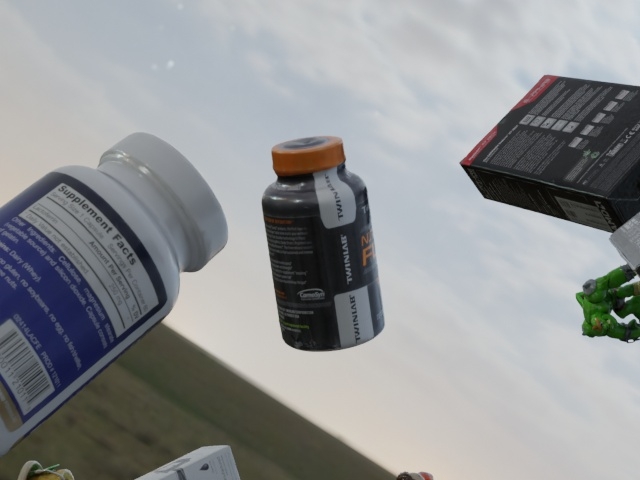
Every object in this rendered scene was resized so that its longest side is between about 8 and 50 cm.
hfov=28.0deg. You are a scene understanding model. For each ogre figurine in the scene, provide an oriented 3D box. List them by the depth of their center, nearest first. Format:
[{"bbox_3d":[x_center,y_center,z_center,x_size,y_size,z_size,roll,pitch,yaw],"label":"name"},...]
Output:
[{"bbox_3d":[0.521,0.115,2.278,0.197,0.118,0.096,81,-4,-64],"label":"ogre figurine"}]

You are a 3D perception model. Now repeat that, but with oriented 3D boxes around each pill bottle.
[{"bbox_3d":[-0.207,0.035,1.012,0.153,0.265,0.153,34,-32,25],"label":"pill bottle"},{"bbox_3d":[0.000,0.000,1.544,0.130,0.130,0.245,20,-58,60],"label":"pill bottle"}]

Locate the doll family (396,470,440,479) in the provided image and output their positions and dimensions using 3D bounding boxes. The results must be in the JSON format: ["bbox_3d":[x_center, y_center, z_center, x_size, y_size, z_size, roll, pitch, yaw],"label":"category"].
[{"bbox_3d":[0.144,0.366,1.446,0.163,0.118,0.263,19,15,-24],"label":"doll family"}]

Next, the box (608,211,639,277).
[{"bbox_3d":[0.299,-0.038,0.843,0.060,0.216,0.270,51,9,3],"label":"box"}]

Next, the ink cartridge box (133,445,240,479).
[{"bbox_3d":[-0.169,0.331,1.585,0.063,0.150,0.109,-13,-85,45],"label":"ink cartridge box"}]

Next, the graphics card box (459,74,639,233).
[{"bbox_3d":[0.415,-0.143,2.010,0.094,0.233,0.371,52,-16,-26],"label":"graphics card box"}]

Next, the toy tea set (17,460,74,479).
[{"bbox_3d":[-0.250,0.328,1.280,0.124,0.200,0.336,-2,13,6],"label":"toy tea set"}]
